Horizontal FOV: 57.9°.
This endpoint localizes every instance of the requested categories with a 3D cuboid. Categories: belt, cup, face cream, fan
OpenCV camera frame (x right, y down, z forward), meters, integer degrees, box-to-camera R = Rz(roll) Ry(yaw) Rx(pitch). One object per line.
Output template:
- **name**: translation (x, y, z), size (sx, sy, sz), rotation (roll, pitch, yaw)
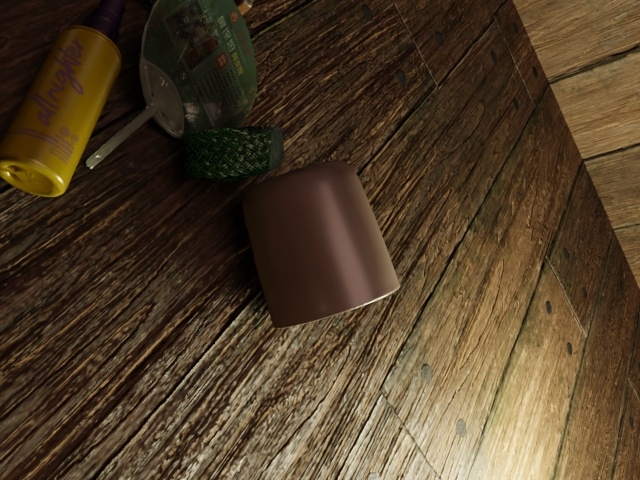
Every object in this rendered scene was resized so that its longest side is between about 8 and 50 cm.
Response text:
- **belt**: translation (-0.117, -0.115, 0.799), size (0.151, 0.121, 0.079), rotation (-22, 115, -47)
- **cup**: translation (0.000, 0.000, 0.868), size (0.253, 0.191, 0.200), rotation (-12, 84, -77)
- **face cream**: translation (-0.285, -0.184, 0.674), size (0.078, 0.078, 0.273), rotation (34, 56, -36)
- **fan**: translation (-0.187, -0.230, 0.762), size (0.294, 0.012, 0.223), rotation (-25, 128, -47)

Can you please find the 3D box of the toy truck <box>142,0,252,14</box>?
- **toy truck**: translation (-0.215, -0.415, 0.737), size (0.338, 0.184, 0.133), rotation (17, 66, -43)
